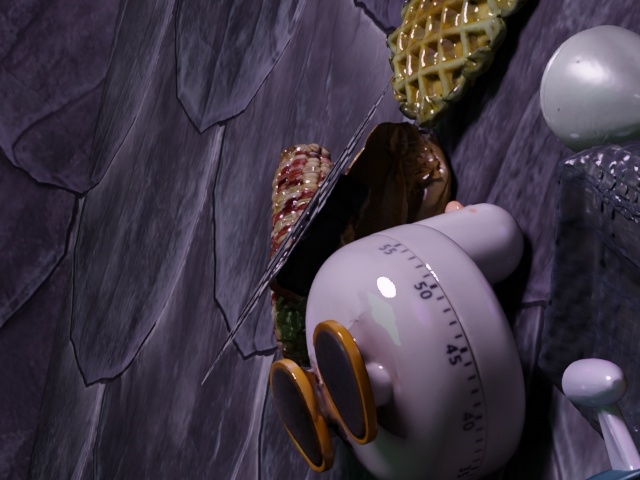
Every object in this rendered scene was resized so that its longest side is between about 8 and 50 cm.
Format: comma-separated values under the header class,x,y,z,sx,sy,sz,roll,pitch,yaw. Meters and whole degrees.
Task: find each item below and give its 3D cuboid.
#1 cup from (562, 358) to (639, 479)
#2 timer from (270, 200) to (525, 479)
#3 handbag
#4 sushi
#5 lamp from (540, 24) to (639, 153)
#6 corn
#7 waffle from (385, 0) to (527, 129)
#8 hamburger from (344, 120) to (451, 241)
class,x,y,z,sx,sy,sz,roll,pitch,yaw
cup,0.211,0.225,1.292,0.173,0.167,0.300,152,105,-80
timer,0.098,0.093,1.670,0.233,0.240,0.233,46,146,44
handbag,0.236,0.049,1.387,0.175,0.088,0.270,-127,35,-55
sushi,0.000,0.000,1.835,0.264,0.050,0.290,-56,4,31
lamp,0.248,-0.107,1.497,0.193,0.106,0.106,25,100,59
corn,-0.009,0.012,2.060,0.290,0.098,0.098,-96,29,-45
waffle,0.131,-0.219,1.913,0.208,0.054,0.214,-59,24,28
hamburger,0.070,-0.038,1.917,0.138,0.083,0.147,-101,34,-55
